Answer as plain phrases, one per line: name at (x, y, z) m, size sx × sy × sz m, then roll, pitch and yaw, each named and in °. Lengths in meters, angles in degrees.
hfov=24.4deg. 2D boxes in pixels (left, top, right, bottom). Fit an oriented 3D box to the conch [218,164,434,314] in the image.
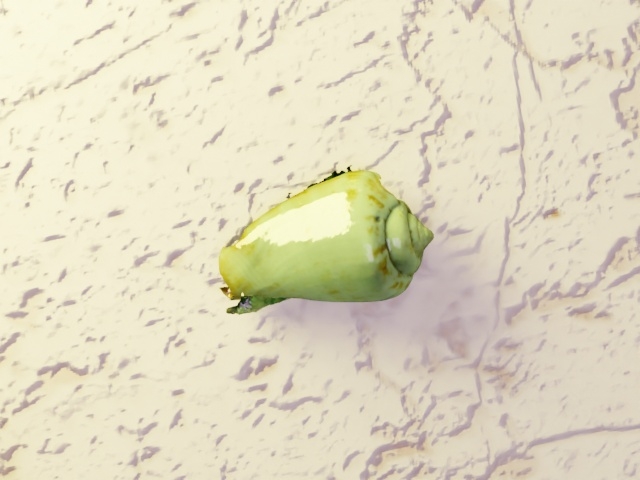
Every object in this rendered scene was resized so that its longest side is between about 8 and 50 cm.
conch at (0.000, 0.000, 1.119) m, size 0.170 × 0.079 × 0.106 m, roll -10°, pitch 82°, yaw 8°
